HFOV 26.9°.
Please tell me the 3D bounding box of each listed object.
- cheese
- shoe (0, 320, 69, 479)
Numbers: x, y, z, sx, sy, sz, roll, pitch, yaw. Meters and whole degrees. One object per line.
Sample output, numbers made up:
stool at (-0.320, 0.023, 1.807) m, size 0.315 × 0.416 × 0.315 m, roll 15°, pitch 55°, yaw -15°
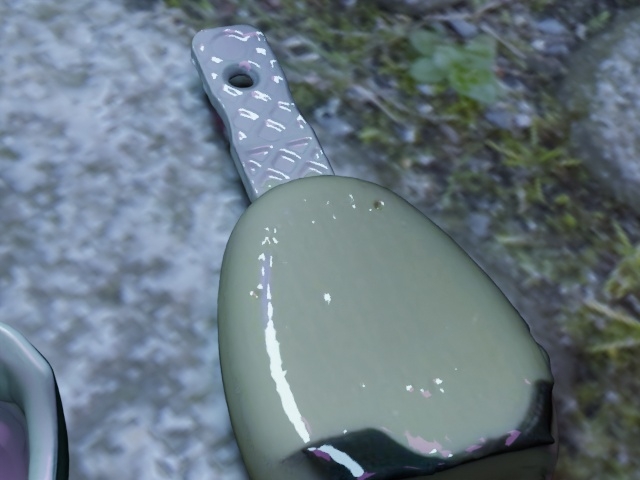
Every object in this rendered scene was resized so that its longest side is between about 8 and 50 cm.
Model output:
cheese at (0.000, 0.000, 0.558) m, size 0.127 × 0.054 × 0.252 m, roll -10°, pitch 55°, yaw -22°
shoe at (-0.129, 0.139, 0.374) m, size 0.095 × 0.110 × 0.265 m, roll 13°, pitch 47°, yaw -7°
